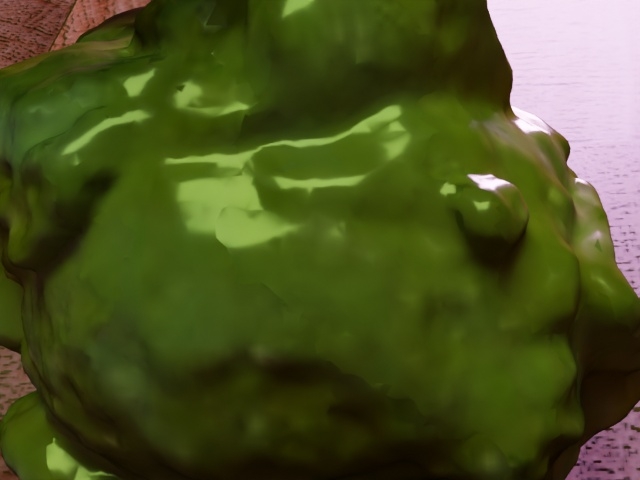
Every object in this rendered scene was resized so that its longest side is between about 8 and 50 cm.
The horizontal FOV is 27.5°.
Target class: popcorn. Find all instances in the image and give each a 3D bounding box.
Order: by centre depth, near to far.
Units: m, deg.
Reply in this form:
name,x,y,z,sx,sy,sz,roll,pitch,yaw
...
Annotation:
name,x,y,z,sx,sy,sz,roll,pitch,yaw
popcorn,0.000,0.015,0.618,0.312,0.312,0.312,-6,36,4
